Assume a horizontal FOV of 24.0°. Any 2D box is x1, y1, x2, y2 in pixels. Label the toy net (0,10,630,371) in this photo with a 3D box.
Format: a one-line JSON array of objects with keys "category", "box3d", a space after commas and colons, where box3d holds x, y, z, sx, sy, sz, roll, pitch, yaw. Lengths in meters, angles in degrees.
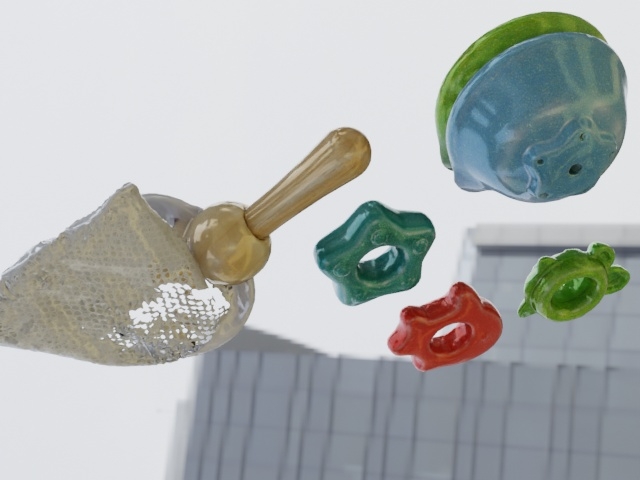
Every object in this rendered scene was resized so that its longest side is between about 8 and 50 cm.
[{"category": "toy net", "box3d": [0.000, 0.000, 0.515, 0.122, 0.232, 0.045, 90, 161, -45]}]
